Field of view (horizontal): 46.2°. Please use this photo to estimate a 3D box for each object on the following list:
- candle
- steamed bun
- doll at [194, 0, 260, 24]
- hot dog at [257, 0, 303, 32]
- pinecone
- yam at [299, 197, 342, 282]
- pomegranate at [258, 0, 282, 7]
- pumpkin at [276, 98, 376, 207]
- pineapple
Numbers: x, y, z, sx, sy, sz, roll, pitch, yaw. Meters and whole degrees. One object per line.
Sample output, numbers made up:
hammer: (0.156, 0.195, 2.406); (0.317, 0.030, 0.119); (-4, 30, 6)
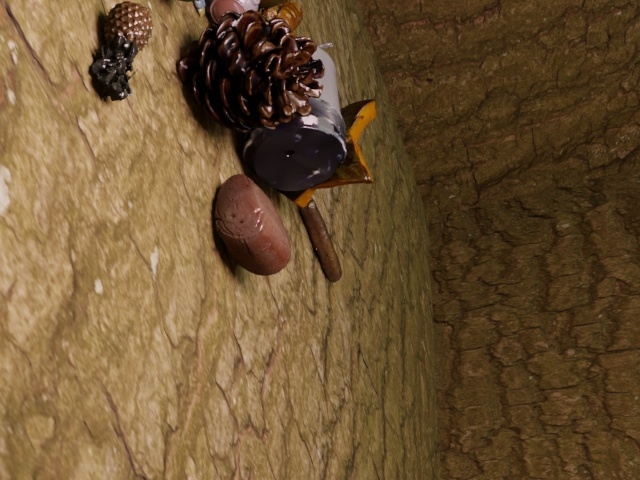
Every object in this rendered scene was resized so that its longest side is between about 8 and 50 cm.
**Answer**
candle: (-0.064, -0.291, 1.609); (0.221, 0.221, 0.343); (56, 22, -51)
steamed bun: (-0.132, -0.028, 1.365); (0.145, 0.106, 0.175); (52, 14, -45)
doll: (-0.203, -0.545, 1.482); (0.151, 0.150, 0.287); (-87, 161, -46)
hot dog: (-0.106, -0.570, 1.897); (0.269, 0.115, 0.072); (-84, 176, -65)
pinecone: (-0.125, -0.305, 1.363); (0.224, 0.272, 0.224); (-18, 117, -40)
yam: (0.000, 0.000, 1.896); (0.057, 0.056, 0.241); (-78, 152, -57)
pomegranate: (-0.110, -0.644, 1.727); (0.181, 0.224, 0.182); (50, 29, -41)
pumpkin: (0.004, -0.187, 1.722); (0.095, 0.290, 0.258); (40, 44, -32)
pineapple: (-0.288, -0.273, 1.085); (0.074, 0.074, 0.159); (56, 34, -52)
